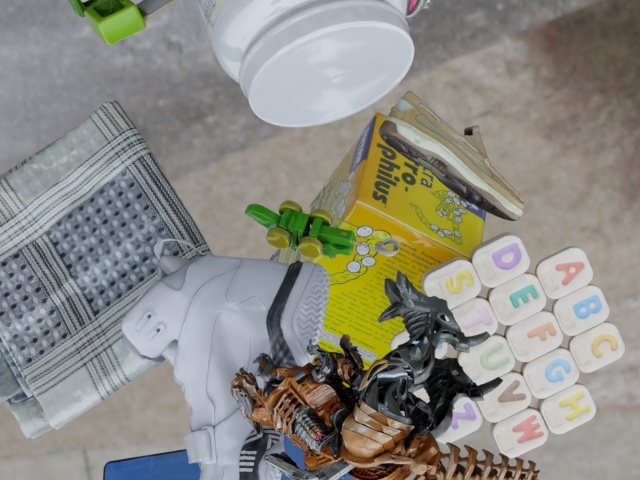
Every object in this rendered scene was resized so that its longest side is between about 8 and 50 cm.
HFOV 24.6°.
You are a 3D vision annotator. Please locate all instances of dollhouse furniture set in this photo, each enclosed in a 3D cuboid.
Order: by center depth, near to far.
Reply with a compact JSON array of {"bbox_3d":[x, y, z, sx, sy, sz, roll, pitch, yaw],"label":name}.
[{"bbox_3d":[-0.290,-0.426,1.846,0.151,0.197,0.301,-31,120,-9],"label":"dollhouse furniture set"}]

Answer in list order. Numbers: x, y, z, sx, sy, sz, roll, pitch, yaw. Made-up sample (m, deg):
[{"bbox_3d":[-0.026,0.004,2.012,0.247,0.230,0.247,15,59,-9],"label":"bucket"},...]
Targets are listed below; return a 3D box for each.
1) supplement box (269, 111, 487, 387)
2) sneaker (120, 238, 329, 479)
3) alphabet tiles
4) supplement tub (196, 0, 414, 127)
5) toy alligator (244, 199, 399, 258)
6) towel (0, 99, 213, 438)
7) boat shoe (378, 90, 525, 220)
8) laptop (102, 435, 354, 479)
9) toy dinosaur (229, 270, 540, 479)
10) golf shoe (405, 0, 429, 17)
[{"bbox_3d":[0.065,0.031,2.073,0.195,0.194,0.356,26,133,-12],"label":"supplement box"},{"bbox_3d":[-0.131,0.175,1.608,0.210,0.365,0.137,17,167,-3],"label":"sneaker"},{"bbox_3d":[0.244,0.138,1.893,0.278,0.284,0.021,-26,-164,0],"label":"alphabet tiles"},{"bbox_3d":[-0.036,-0.321,1.724,0.235,0.324,0.235,-16,154,-8],"label":"supplement tub"},{"bbox_3d":[0.000,0.000,1.746,0.190,0.056,0.051,16,143,7],"label":"toy alligator"},{"bbox_3d":[-0.301,0.037,1.755,0.324,0.312,0.056,-33,170,9],"label":"towel"},{"bbox_3d":[0.158,-0.095,1.613,0.190,0.072,0.068,35,168,-17],"label":"boat shoe"},{"bbox_3d":[-0.121,0.378,1.696,0.382,0.236,0.408,-11,180,12],"label":"laptop"},{"bbox_3d":[0.068,0.178,1.469,0.218,0.322,0.164,-50,163,-29],"label":"toy dinosaur"},{"bbox_3d":[0.112,-0.437,1.945,0.120,0.272,0.105,13,-174,-17],"label":"golf shoe"}]
